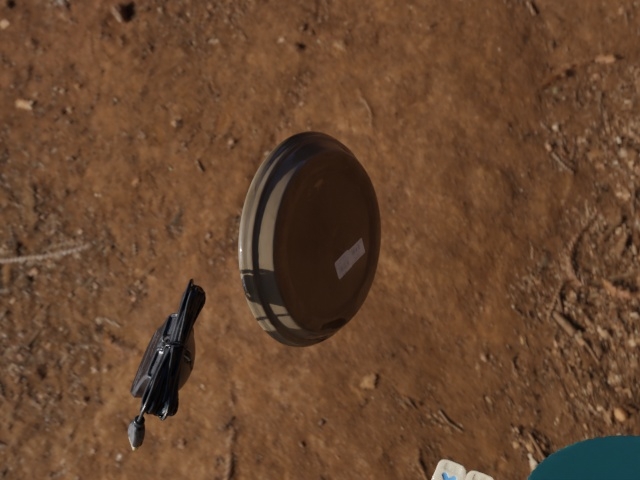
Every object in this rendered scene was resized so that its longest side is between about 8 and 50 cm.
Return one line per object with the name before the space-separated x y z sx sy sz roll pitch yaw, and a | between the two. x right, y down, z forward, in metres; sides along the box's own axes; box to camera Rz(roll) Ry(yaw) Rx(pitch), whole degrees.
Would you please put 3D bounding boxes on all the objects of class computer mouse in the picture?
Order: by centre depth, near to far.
computer mouse | -0.186 0.173 1.063 0.060 0.262 0.184 23 59 -12

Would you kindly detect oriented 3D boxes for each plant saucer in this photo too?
plant saucer | 0.000 0.000 1.127 0.041 0.278 0.278 5 62 35

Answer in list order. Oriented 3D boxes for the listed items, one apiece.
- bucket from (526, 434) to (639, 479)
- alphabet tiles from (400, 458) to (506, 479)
bucket | 0.334 0.347 0.930 0.281 0.183 0.281 -6 22 3
alphabet tiles | 0.259 0.560 1.682 0.284 0.021 0.278 20 100 3
